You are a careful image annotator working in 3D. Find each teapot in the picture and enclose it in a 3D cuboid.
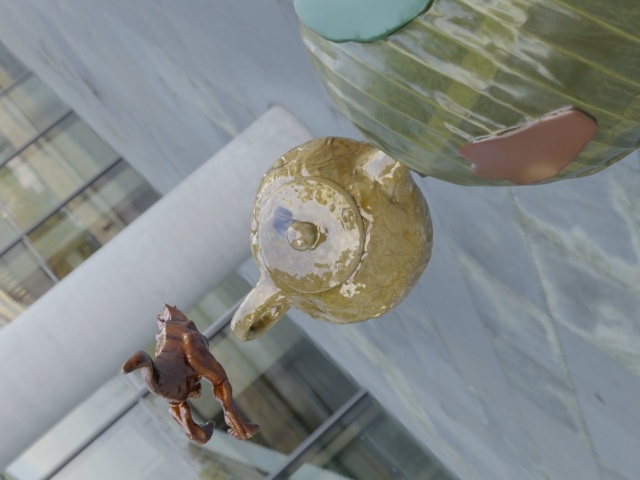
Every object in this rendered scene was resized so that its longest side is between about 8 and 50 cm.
[{"bbox_3d":[0.000,0.000,0.917,0.203,0.311,0.167,48,-159,14],"label":"teapot"}]

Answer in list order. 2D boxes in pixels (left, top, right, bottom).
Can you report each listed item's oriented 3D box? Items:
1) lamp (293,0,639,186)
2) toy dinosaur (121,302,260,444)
[{"bbox_3d":[0.116,-0.172,0.492,0.250,0.284,0.250,21,-160,-8],"label":"lamp"},{"bbox_3d":[-0.171,0.189,1.142,0.208,0.097,0.432,61,173,-9],"label":"toy dinosaur"}]
